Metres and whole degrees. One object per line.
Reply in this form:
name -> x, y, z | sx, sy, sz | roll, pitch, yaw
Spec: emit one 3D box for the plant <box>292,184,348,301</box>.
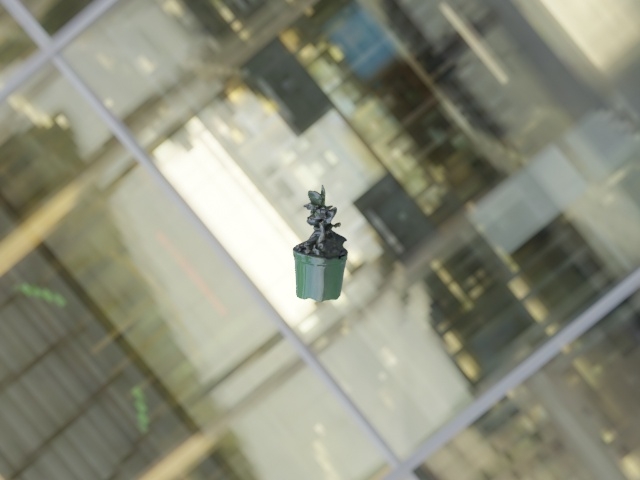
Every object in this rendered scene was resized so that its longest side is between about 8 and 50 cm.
plant -> 0.000, 0.000, 1.651 | 0.051, 0.051, 0.102 | -114, 26, -73
